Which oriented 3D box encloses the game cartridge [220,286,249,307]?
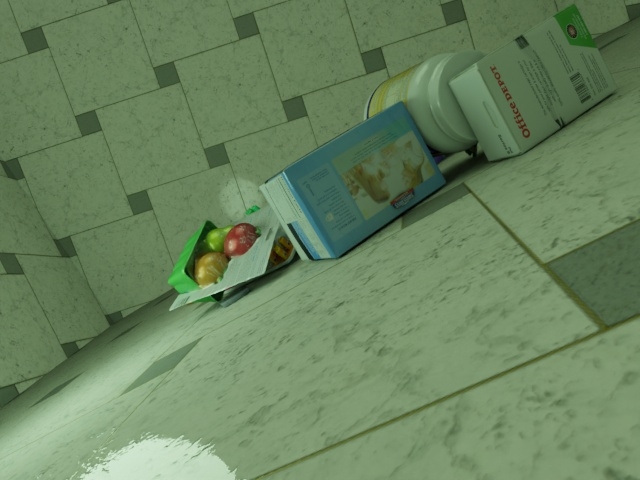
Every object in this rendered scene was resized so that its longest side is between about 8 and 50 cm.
[{"bbox_3d":[-0.233,0.155,1.343,0.083,0.017,0.056,-33,4,-15],"label":"game cartridge"}]

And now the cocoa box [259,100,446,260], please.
[{"bbox_3d":[0.073,-0.135,1.190,0.347,0.231,0.228,-34,8,-19],"label":"cocoa box"}]

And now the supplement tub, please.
[{"bbox_3d":[0.283,-0.333,1.261,0.241,0.241,0.331,-33,14,-18],"label":"supplement tub"}]

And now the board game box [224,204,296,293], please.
[{"bbox_3d":[-0.179,-0.030,1.608,0.390,0.050,0.389,-27,33,41],"label":"board game box"}]

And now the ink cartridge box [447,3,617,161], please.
[{"bbox_3d":[0.454,-0.335,1.067,0.289,0.211,0.121,-32,8,-13],"label":"ink cartridge box"}]

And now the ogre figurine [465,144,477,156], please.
[{"bbox_3d":[0.447,-0.292,1.296,0.118,0.097,0.197,-46,0,-20],"label":"ogre figurine"}]

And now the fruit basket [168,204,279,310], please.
[{"bbox_3d":[-0.258,0.044,1.441,0.353,0.165,0.327,-19,36,23],"label":"fruit basket"}]

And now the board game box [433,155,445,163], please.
[{"bbox_3d":[0.254,-0.220,1.669,0.233,0.078,0.347,-25,9,40],"label":"board game box"}]
